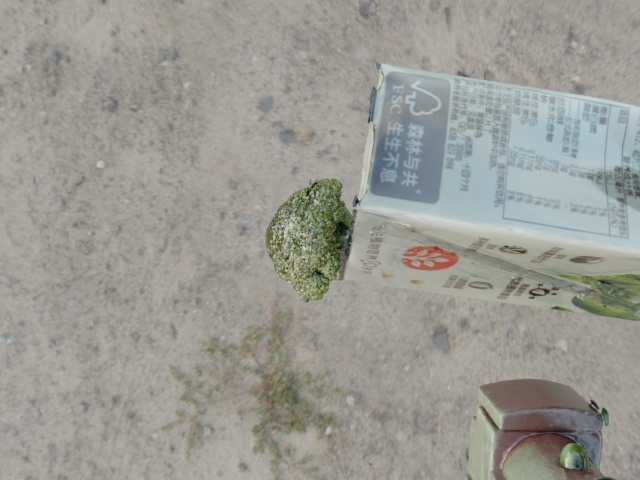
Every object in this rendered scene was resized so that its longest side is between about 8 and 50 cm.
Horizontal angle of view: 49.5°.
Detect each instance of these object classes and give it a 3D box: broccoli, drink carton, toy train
[{"bbox_3d":[0.000,0.000,0.761,0.120,0.130,0.131,1,69,-13],"label":"broccoli"},{"bbox_3d":[0.185,-0.027,0.586,0.324,0.194,0.132,9,72,1],"label":"drink carton"},{"bbox_3d":[0.204,0.267,0.595,0.150,0.304,0.221,1,99,-1],"label":"toy train"}]
